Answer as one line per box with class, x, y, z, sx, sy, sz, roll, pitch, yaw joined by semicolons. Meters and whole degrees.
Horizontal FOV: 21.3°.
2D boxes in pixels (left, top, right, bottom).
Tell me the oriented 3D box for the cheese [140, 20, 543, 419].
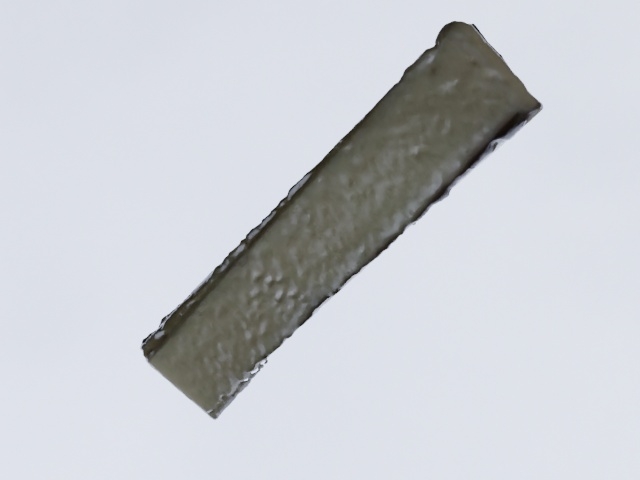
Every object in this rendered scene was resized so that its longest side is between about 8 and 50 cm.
cheese;0.000;-0.002;1.176;0.085;0.400;0.034;46;-143;1
